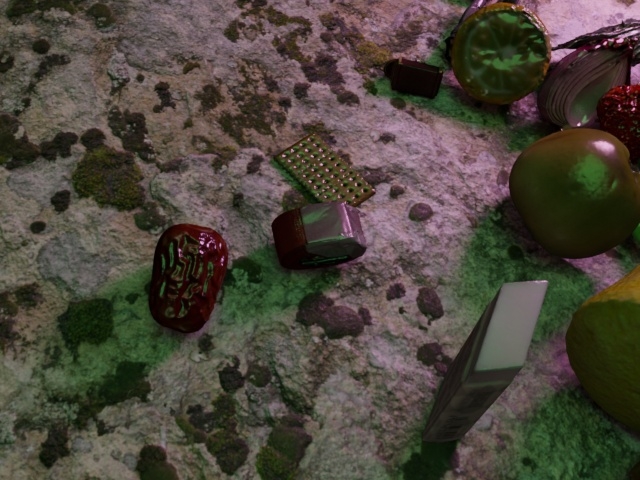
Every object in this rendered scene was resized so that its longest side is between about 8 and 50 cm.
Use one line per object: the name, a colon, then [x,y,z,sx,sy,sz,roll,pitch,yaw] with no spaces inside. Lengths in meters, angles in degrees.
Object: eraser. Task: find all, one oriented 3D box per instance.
eraser: [0.292,0.233,1.298,0.082,0.396,0.213,23,61,9]

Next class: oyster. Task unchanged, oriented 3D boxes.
oyster: [0.777,-0.505,1.877,0.351,0.158,0.162,-3,34,9]

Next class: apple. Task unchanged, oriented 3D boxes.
apple: [0.568,-0.117,1.594,0.258,0.233,0.294,-28,63,30]

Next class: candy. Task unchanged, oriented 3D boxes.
candy: [0.461,-0.477,1.819,0.260,0.259,0.118,20,16,6]

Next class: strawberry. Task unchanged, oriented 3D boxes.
strawberry: [0.762,-0.290,1.695,0.184,0.201,0.186,31,64,-16]

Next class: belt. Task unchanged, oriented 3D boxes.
belt: [0.000,0.000,1.559,0.201,0.128,0.124,-9,62,-7]

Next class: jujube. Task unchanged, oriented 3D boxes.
jujube: [-0.280,0.077,1.481,0.155,0.155,0.230,11,70,1]

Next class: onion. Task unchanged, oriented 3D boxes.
onion: [0.676,-0.403,1.792,0.227,0.283,0.120,27,22,-30]

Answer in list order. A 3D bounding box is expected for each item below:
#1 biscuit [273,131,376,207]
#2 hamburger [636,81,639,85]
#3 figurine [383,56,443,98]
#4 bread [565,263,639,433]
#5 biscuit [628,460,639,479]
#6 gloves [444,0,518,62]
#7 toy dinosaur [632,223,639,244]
biscuit: [0.009,-0.159,1.717,0.139,0.016,0.231,-35,70,-24]
hamburger: [0.946,-0.335,1.797,0.260,0.150,0.276,-43,42,-10]
figurine: [0.244,-0.445,1.873,0.155,0.082,0.098,15,47,4]
bread: [0.696,0.199,1.409,0.308,0.348,0.348,-33,68,-34]
biscuit: [0.681,0.493,1.344,0.226,0.042,0.225,0,89,-1]
gloves: [0.441,-0.598,1.955,0.285,0.119,0.142,-41,82,-10]
toy dinosaur: [0.837,-0.150,1.749,0.375,0.143,0.500,-22,52,-32]
